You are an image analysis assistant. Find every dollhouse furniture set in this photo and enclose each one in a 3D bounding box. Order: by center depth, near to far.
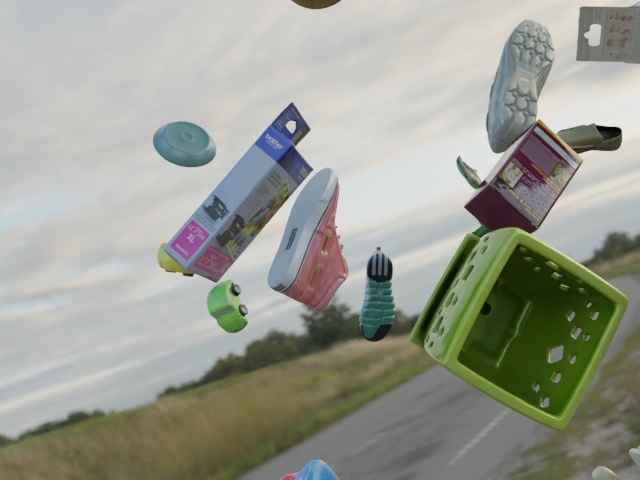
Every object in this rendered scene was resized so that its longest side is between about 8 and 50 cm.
[{"bbox_3d":[0.272,-0.071,1.836,0.059,0.151,0.076,-38,-33,17],"label":"dollhouse furniture set"}]

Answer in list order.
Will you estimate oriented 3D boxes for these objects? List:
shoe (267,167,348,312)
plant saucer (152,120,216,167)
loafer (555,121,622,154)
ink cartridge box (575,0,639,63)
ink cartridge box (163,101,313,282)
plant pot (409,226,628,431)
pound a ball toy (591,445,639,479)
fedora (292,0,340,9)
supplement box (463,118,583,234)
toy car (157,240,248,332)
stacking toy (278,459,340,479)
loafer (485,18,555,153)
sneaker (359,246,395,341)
[{"bbox_3d":[0.000,0.000,1.312,0.081,0.178,0.063,33,-24,-27],"label":"shoe"},{"bbox_3d":[-0.248,-0.183,1.901,0.119,0.119,0.021,-15,-34,-32],"label":"plant saucer"},{"bbox_3d":[0.512,-0.200,1.977,0.148,0.056,0.050,-6,-33,-14],"label":"loafer"},{"bbox_3d":[0.514,-0.334,1.593,0.225,0.056,0.181,6,-17,14],"label":"ink cartridge box"},{"bbox_3d":[-0.112,-0.072,1.686,0.311,0.065,0.186,-52,-13,-1],"label":"ink cartridge box"},{"bbox_3d":[0.278,0.120,1.544,0.228,0.227,0.207,-61,17,-5],"label":"plant pot"},{"bbox_3d":[0.715,0.454,1.999,0.208,0.135,0.319,-49,21,-18],"label":"pound a ball toy"},{"bbox_3d":[-0.002,-0.599,2.254,0.194,0.194,0.079,-24,7,31],"label":"fedora"},{"bbox_3d":[0.325,-0.091,1.646,0.188,0.104,0.081,-49,2,-36],"label":"supplement box"},{"bbox_3d":[-0.196,0.063,1.904,0.239,0.225,0.053,-28,-15,27],"label":"toy car"},{"bbox_3d":[-0.103,0.409,1.460,0.302,0.165,0.175,-9,34,41],"label":"stacking toy"},{"bbox_3d":[0.389,-0.311,2.059,0.111,0.112,0.319,-55,10,56],"label":"loafer"},{"bbox_3d":[0.141,0.129,2.485,0.083,0.223,0.098,7,16,1],"label":"sneaker"}]
